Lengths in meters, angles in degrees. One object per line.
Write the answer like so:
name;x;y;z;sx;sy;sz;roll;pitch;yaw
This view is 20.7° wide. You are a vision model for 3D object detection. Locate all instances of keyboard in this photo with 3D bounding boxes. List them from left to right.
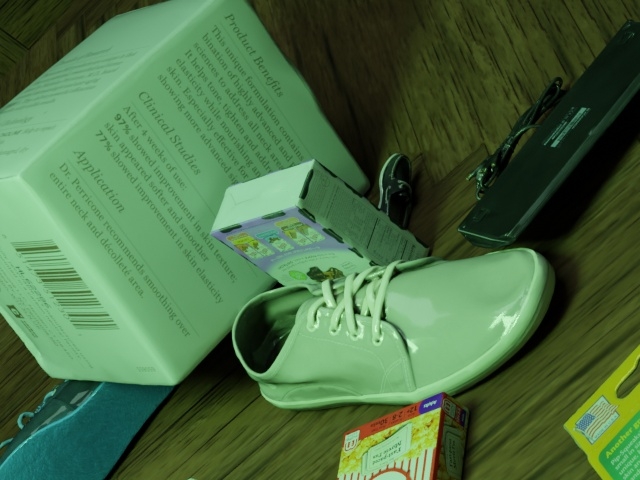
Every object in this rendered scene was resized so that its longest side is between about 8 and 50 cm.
keyboard;0.263;-0.119;1.932;0.317;0.033;0.201;-49;21;-8

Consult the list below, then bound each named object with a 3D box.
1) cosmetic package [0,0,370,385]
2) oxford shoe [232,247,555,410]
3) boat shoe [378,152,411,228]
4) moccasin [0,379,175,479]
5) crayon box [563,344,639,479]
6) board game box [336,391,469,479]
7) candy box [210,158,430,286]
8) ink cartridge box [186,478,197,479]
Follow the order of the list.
cosmetic package;-0.224;-0.065;2.204;0.393;0.329;0.327;-45;22;-28
oxford shoe;0.062;0.092;1.925;0.449;0.130;0.169;-16;42;44
boat shoe;0.092;-0.050;2.118;0.038;0.046;0.125;-13;51;50
moccasin;-0.309;0.244;2.326;0.342;0.138;0.117;-41;24;-6
crayon box;0.355;0.183;1.445;0.203;0.083;0.323;-48;30;9
board game box;0.077;0.266;1.797;0.147;0.045;0.193;-28;38;37
candy box;0.000;0.000;2.040;0.165;0.196;0.070;-15;47;48
ink cartridge box;-0.218;0.404;2.070;0.225;0.056;0.181;-32;35;31
